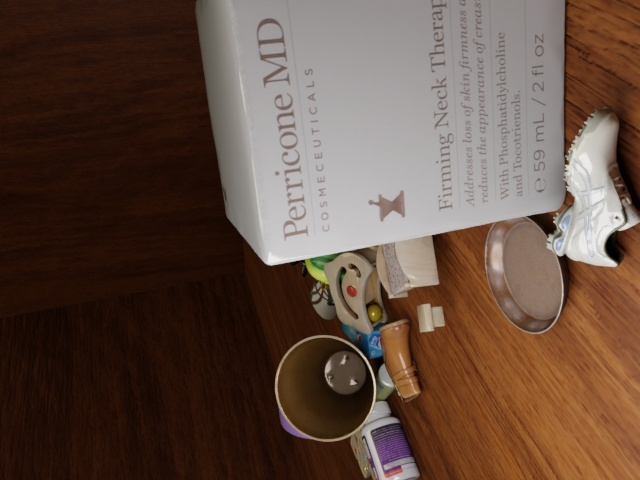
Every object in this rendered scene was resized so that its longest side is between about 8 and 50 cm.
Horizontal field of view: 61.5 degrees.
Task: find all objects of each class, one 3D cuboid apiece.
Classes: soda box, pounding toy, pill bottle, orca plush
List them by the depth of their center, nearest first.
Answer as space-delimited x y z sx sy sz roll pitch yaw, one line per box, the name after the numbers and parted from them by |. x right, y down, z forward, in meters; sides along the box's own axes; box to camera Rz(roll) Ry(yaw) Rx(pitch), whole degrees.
0.117 0.076 1.322 0.154 0.154 0.270 -4 107 47 | pounding toy
0.165 0.510 1.349 0.108 0.108 0.194 101 154 -53 | pill bottle
0.118 0.234 1.418 0.210 0.067 0.071 -148 50 -71 | soda box
-0.019 0.067 1.759 0.102 0.151 0.287 44 152 10 | orca plush

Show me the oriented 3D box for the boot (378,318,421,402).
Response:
0.185 0.267 1.195 0.197 0.072 0.153 82 172 -61 | boot

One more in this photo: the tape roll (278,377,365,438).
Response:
0.015 0.455 1.542 0.275 0.274 0.090 -153 53 -71 | tape roll

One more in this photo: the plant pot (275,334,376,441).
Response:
0.038 0.349 1.343 0.254 0.237 0.237 25 -129 -75 | plant pot

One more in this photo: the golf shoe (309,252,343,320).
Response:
0.034 0.152 1.617 0.120 0.105 0.273 -129 31 -48 | golf shoe

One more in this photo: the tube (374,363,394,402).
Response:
0.159 0.369 1.390 0.062 0.070 0.240 31 154 9 | tube

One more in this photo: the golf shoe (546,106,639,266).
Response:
0.308 -0.052 0.579 0.086 0.069 0.176 31 135 44 | golf shoe

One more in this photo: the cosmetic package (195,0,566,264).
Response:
0.060 -0.189 0.728 0.327 0.393 0.330 -145 46 -69 | cosmetic package

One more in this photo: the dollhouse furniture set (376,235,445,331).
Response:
0.088 0.017 1.071 0.303 0.173 0.356 119 145 -75 | dollhouse furniture set

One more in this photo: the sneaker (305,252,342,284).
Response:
0.000 0.000 1.494 0.123 0.109 0.296 -47 41 14 | sneaker

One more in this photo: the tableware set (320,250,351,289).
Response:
0.042 0.072 1.499 0.104 0.024 0.154 33 106 44 | tableware set

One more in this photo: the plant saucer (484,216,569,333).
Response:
0.287 0.044 0.747 0.168 0.029 0.169 170 90 -76 | plant saucer

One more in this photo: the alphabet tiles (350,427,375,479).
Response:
0.132 0.618 1.710 0.278 0.021 0.284 -120 25 -51 | alphabet tiles
